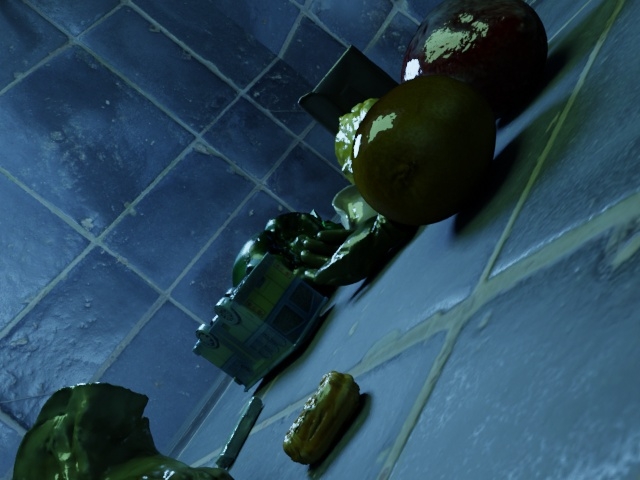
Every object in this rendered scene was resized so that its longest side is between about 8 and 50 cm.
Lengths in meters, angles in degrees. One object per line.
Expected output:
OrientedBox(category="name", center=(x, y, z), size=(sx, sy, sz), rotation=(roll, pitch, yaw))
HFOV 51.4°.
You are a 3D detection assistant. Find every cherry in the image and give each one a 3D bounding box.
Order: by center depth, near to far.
OrientedBox(category="cherry", center=(0.256, -0.301, 1.104), size=(0.230, 0.203, 0.300), rotation=(-47, 18, -13))

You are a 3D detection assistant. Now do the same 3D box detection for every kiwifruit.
OrientedBox(category="kiwifruit", center=(0.145, -0.128, 0.918), size=(0.196, 0.196, 0.234), rotation=(-50, 6, 32))

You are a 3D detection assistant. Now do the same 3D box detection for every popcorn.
OrientedBox(category="popcorn", center=(0.157, -0.221, 1.562), size=(0.266, 0.233, 0.192), rotation=(8, 22, 45))

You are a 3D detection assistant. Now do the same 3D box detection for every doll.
OrientedBox(category="doll", center=(0.007, 0.005, 1.822), size=(0.106, 0.134, 0.186), rotation=(-48, 11, 29))

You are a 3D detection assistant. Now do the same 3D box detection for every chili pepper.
OrientedBox(category="chili pepper", center=(-0.081, 0.080, 1.593), size=(0.248, 0.233, 0.257), rotation=(-34, -18, -40))

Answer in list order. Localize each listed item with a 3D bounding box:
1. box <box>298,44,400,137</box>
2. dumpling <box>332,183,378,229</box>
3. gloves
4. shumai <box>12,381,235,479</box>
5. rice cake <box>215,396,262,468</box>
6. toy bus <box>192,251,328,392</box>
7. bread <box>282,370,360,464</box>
OrientedBox(category="box", center=(0.146, -0.334, 1.775), size=(0.204, 0.345, 0.251), rotation=(-50, 2, 14))
OrientedBox(category="dumpling", center=(0.087, -0.054, 1.371), size=(0.169, 0.134, 0.100), rotation=(-56, 5, -21))
OrientedBox(category="gloves", center=(0.065, 0.015, 1.199), size=(0.268, 0.107, 0.135), rotation=(-25, 16, 41))
OrientedBox(category="shumai", center=(-0.304, 0.367, 0.874), size=(0.330, 0.288, 0.292), rotation=(-51, 4, -18))
OrientedBox(category="rice cake", center=(-0.145, 0.344, 1.201), size=(0.033, 0.029, 0.171), rotation=(-46, 5, 30))
OrientedBox(category="toy bus", center=(-0.139, 0.182, 1.424), size=(0.152, 0.190, 0.312), rotation=(-56, 5, -39))
OrientedBox(category="bread", center=(0.001, 0.191, 0.722), size=(0.111, 0.044, 0.083), rotation=(-55, 2, -2))
